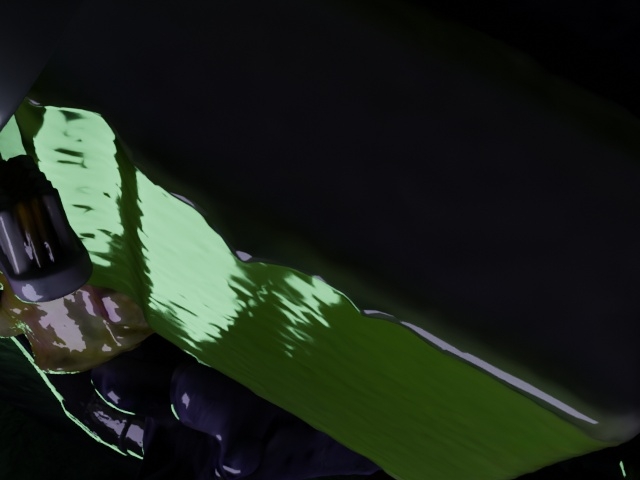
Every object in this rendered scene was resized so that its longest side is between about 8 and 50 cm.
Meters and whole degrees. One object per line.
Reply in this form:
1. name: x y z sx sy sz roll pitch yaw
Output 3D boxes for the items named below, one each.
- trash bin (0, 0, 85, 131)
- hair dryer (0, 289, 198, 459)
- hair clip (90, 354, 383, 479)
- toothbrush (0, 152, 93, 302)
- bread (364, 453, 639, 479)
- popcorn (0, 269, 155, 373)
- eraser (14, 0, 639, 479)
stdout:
1. trash bin: -0.102 -0.100 0.355 0.130 0.116 0.059 33 167 -16
2. hair dryer: -0.157 0.032 1.053 0.235 0.091 0.272 37 155 12
3. hair clip: -0.003 0.095 0.819 0.137 0.090 0.278 8 -172 44
4. toothbrush: -0.131 -0.049 0.559 0.342 0.025 0.030 -139 31 -62
5. bread: 0.167 0.218 0.673 0.324 0.167 0.277 12 123 61
6. popcorn: -0.104 0.008 0.744 0.089 0.109 0.097 31 -159 -7
7. eraser: 0.000 0.000 0.552 0.210 0.092 0.274 30 167 3
